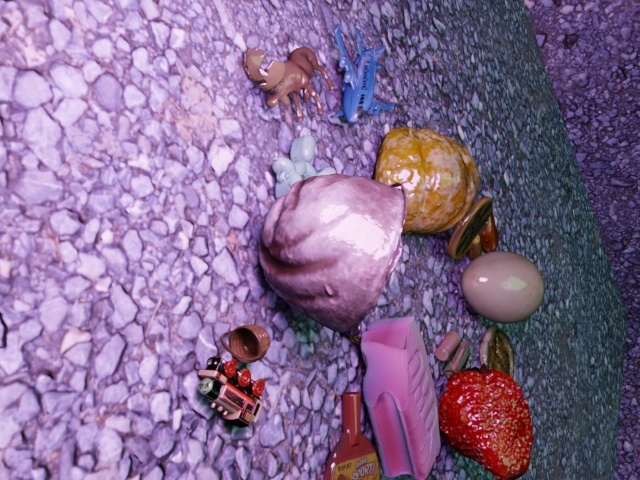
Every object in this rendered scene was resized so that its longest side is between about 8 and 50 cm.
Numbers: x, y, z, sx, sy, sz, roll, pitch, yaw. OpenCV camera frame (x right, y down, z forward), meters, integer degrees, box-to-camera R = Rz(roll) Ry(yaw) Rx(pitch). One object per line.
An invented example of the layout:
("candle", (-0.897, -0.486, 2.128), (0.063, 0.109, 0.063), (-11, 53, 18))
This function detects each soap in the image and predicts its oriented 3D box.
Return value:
("soap", (0.181, 0.342, 1.364), (0.193, 0.109, 0.323), (-38, 116, -60))

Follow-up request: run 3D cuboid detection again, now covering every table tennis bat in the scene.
("table tennis bat", (0.065, 0.475, 1.268), (0.200, 0.038, 0.309), (9, 79, -54))
("table tennis bat", (0.439, -0.017, 1.765), (0.198, 0.050, 0.321), (-52, 154, -7))

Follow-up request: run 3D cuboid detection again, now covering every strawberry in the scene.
("strawberry", (0.443, 0.466, 1.586), (0.261, 0.258, 0.260), (-4, 98, -33))

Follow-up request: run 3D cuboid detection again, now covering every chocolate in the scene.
("chocolate", (0.000, 0.000, 1.094), (0.213, 0.303, 0.303), (21, 61, -10))

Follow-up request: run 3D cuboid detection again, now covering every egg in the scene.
("egg", (0.535, 0.136, 1.806), (0.296, 0.219, 0.218), (16, 70, -43))

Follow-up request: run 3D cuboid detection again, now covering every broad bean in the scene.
("broad bean", (0.522, -0.032, 1.936), (0.165, 0.085, 0.114), (58, 37, -37))

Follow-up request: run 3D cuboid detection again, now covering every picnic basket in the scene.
("picnic basket", (-0.132, 0.179, 1.033), (0.083, 0.072, 0.071), (-4, 86, -62))

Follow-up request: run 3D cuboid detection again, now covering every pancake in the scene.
("pancake", (0.571, 0.395, 1.952), (0.254, 0.037, 0.253), (14, 72, -50))

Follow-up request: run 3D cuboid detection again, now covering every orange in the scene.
("orange", (0.287, -0.152, 1.549), (0.369, 0.211, 0.270), (5, 81, -50))

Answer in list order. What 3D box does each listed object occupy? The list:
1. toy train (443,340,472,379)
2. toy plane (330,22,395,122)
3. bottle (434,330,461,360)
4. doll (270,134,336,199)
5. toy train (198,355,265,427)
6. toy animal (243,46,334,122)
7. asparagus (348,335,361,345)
("toy train", (0.394, 0.350, 1.725), (0.148, 0.038, 0.070), (-44, 117, -48))
("toy plane", (0.090, -0.367, 1.410), (0.254, 0.105, 0.271), (47, 50, -36))
("bottle", (0.350, 0.290, 1.673), (0.096, 0.045, 0.045), (-36, 112, -49))
("doll", (-0.040, -0.134, 1.227), (0.159, 0.059, 0.158), (50, 46, -37))
("toy train", (-0.150, 0.250, 1.012), (0.138, 0.050, 0.087), (47, 52, -37))
("toy animal", (-0.066, -0.327, 1.220), (0.186, 0.094, 0.214), (57, 35, -35))
("asparagus", (0.033, 0.162, 1.296), (0.248, 0.025, 0.024), (51, 4, -34))
